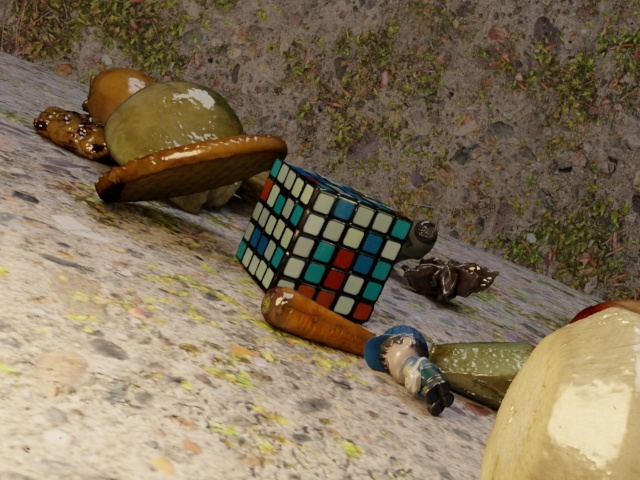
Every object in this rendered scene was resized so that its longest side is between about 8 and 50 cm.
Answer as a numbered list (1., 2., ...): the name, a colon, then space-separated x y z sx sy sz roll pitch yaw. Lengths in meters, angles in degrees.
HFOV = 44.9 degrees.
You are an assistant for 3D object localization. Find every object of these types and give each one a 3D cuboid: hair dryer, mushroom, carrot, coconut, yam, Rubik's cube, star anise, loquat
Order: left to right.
1. loquat: -0.491 -0.345 2.015 0.238 0.193 0.238 21 16 -6
2. mushroom: -0.270 -0.188 1.536 0.292 0.212 0.217 48 16 -13
3. carrot: -0.001 0.108 0.998 0.161 0.055 0.055 28 7 -19
4. Rubik's cube: 0.000 0.000 1.207 0.182 0.187 0.184 19 12 -28
5. hair dryer: 0.153 0.025 1.771 0.224 0.088 0.219 -16 -14 0
6. star anise: 0.273 0.085 1.702 0.209 0.089 0.231 2 2 -12
7. yam: 0.271 0.191 1.037 0.259 0.106 0.106 25 9 8
8. coconut: 0.270 0.189 0.605 0.265 0.237 0.237 17 8 5

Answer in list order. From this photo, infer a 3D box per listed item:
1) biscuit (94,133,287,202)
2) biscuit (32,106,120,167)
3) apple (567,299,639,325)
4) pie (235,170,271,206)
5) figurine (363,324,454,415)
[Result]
1. biscuit: -0.206 -0.115 1.258 0.317 0.040 0.318 -14 -2 -1
2. biscuit: -0.466 -0.221 1.708 0.334 0.081 0.289 24 7 17
3. apple: 0.503 0.204 1.219 0.251 0.206 0.272 9 9 -15
4. pie: -0.219 -0.170 1.804 0.339 0.077 0.339 30 -8 5
5. figurine: 0.118 0.152 0.955 0.136 0.079 0.077 27 -33 52
